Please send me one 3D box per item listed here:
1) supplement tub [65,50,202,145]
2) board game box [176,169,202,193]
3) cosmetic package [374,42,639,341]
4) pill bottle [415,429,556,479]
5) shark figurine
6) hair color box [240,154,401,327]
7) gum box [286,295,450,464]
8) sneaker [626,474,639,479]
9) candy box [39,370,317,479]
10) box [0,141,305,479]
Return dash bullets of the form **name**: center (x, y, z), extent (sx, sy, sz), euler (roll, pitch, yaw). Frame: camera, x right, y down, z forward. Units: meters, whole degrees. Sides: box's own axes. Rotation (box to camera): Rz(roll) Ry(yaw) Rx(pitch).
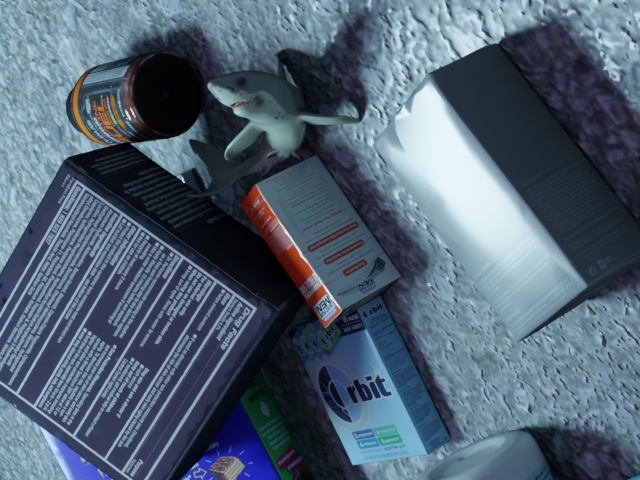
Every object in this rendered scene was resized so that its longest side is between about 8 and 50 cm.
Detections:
- **supplement tub**: center (-0.236, -0.169, 1.650), extent (0.198, 0.106, 0.106), euler (-2, 111, 53)
- **board game box**: center (-0.174, -0.038, 1.736), extent (0.090, 0.020, 0.090), euler (-19, 97, 56)
- **cosmetic package**: center (0.169, -0.044, 1.223), extent (0.238, 0.107, 0.127), euler (58, 146, 11)
- **pill bottle**: center (0.210, 0.341, 1.392), extent (0.146, 0.146, 0.264), euler (-26, 91, 56)
- **shark figurine**: center (-0.060, -0.140, 1.478), extent (0.278, 0.166, 0.116), euler (121, 143, -68)
- **hair color box**: center (0.000, 0.000, 1.474), extent (0.167, 0.093, 0.053), euler (55, 145, 11)
- **gum box**: center (0.053, 0.166, 1.566), extent (0.157, 0.041, 0.184), euler (-21, 95, 56)
- **sneaker**: center (0.298, 0.266, 1.236), extent (0.104, 0.125, 0.262), euler (49, 140, 19)
- **candy box**: center (-0.166, 0.308, 1.745), extent (0.268, 0.122, 0.317), euler (-28, 89, 15)
- **box**: center (-0.212, 0.093, 1.573), extent (0.294, 0.183, 0.296), euler (36, 108, 7)
